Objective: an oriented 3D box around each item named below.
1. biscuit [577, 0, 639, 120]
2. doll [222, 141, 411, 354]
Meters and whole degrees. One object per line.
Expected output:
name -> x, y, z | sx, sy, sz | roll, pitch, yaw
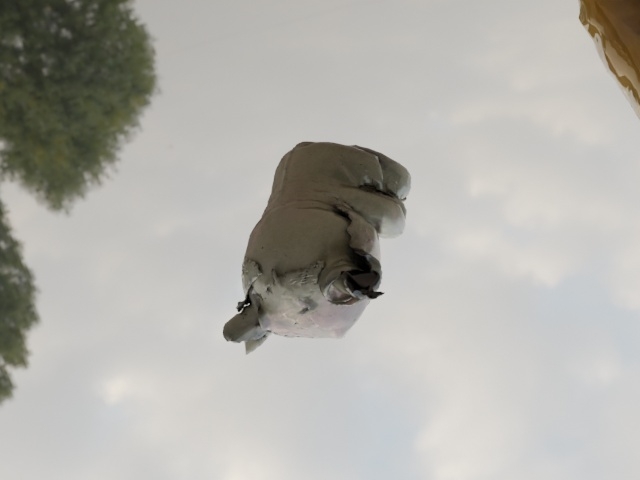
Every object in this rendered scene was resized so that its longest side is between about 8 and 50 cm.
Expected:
biscuit -> 0.349, -0.177, 0.558 | 0.429, 0.446, 0.104 | 20, 167, 7
doll -> 0.000, 0.000, 0.819 | 0.149, 0.095, 0.192 | -25, -145, 32
